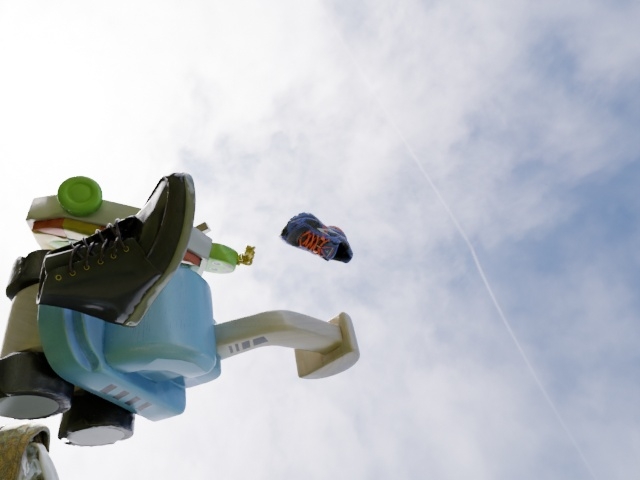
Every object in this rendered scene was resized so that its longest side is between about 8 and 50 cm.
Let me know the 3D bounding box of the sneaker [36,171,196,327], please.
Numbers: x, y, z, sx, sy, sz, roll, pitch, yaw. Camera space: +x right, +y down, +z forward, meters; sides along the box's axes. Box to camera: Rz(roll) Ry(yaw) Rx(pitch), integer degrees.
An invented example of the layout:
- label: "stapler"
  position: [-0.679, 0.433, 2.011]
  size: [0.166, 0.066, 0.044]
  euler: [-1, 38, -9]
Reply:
- label: "sneaker"
  position: [-0.225, 0.009, 0.529]
  size: [0.222, 0.118, 0.083]
  euler: [-56, -141, 24]

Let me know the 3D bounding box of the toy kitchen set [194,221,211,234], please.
- label: "toy kitchen set"
  position: [-0.269, -0.037, 0.961]
  size: [0.075, 0.068, 0.083]
  euler: [-29, -95, -6]

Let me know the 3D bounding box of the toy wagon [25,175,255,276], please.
- label: "toy wagon"
  position: [-0.279, 0.009, 0.792]
  size: [0.345, 0.267, 0.068]
  euler: [14, -114, -15]

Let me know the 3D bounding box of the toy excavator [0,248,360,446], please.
- label: "toy excavator"
  position: [-0.190, 0.160, 0.766]
  size: [0.446, 0.432, 0.222]
  euler: [-18, -128, 8]

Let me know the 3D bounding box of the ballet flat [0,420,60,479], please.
- label: "ballet flat"
  position: [-0.443, 0.446, 0.721]
  size: [0.123, 0.123, 0.348]
  euler: [-29, -116, 25]

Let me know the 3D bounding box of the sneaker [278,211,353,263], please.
- label: "sneaker"
  position: [0.000, 0.000, 1.078]
  size: [0.083, 0.221, 0.087]
  euler: [-56, -130, 19]
